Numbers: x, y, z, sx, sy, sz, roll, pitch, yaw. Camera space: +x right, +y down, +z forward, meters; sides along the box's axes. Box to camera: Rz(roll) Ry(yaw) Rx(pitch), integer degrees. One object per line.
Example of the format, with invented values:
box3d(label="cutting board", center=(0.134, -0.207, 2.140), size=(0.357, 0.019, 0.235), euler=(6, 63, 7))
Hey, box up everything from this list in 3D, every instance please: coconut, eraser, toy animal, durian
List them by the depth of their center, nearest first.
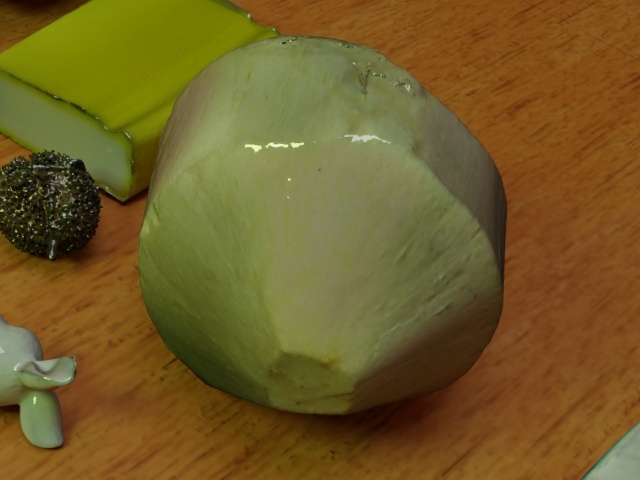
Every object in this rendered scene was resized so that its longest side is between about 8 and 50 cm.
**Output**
box3d(label="toy animal", center=(-0.216, 0.076, 0.753), size=(0.124, 0.071, 0.085), euler=(2, 42, -13))
box3d(label="coconut", center=(0.000, 0.000, 0.775), size=(0.259, 0.259, 0.259), euler=(7, 42, -7))
box3d(label="durian", center=(-0.196, -0.024, 0.868), size=(0.080, 0.080, 0.091), euler=(2, 54, -13))
box3d(label="eraser", center=(-0.150, -0.137, 1.007), size=(0.158, 0.069, 0.226), euler=(26, 43, 18))

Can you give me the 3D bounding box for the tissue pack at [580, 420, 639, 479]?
box3d(label="tissue pack", center=(0.133, 0.207, 0.547), size=(0.201, 0.271, 0.124), euler=(-27, 56, -36))
